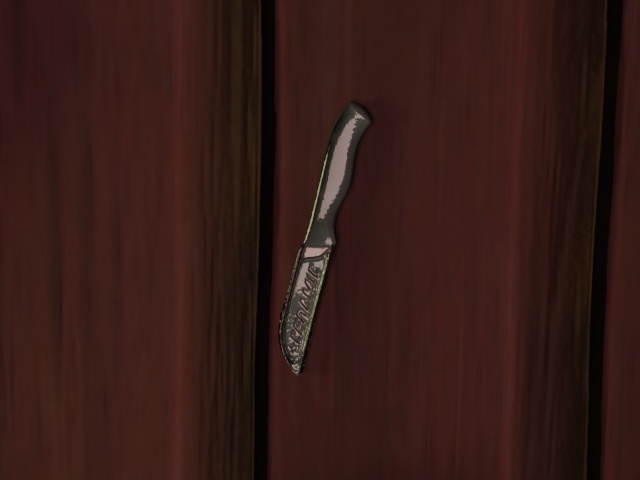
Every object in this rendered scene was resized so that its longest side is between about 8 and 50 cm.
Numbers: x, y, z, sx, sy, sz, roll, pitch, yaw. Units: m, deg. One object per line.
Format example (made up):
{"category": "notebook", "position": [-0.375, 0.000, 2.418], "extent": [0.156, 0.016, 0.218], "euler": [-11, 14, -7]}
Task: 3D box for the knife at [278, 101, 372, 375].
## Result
{"category": "knife", "position": [0.000, 0.000, 1.249], "extent": [0.028, 0.015, 0.210], "euler": [16, 105, 2]}
